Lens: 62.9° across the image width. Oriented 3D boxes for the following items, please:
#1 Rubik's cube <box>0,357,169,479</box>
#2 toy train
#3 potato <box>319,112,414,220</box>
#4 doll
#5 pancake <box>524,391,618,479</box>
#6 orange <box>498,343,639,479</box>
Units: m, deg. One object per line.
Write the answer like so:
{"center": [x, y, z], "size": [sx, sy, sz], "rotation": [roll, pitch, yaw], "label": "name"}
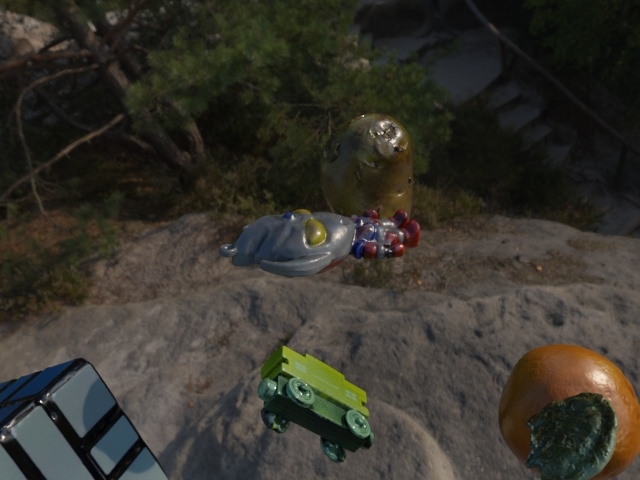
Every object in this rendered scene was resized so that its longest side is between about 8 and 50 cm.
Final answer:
{"center": [-0.457, 0.389, 0.795], "size": [0.289, 0.293, 0.283], "rotation": [-19, 18, 24], "label": "Rubik's cube"}
{"center": [-0.015, 0.530, 1.729], "size": [0.179, 0.442, 0.272], "rotation": [-49, 20, 21], "label": "toy train"}
{"center": [0.067, -0.088, 0.725], "size": [0.137, 0.175, 0.137], "rotation": [2, 21, -1], "label": "potato"}
{"center": [0.000, 0.000, 0.505], "size": [0.195, 0.062, 0.104], "rotation": [-7, 48, -16], "label": "doll"}
{"center": [0.283, 0.220, 0.593], "size": [0.116, 0.022, 0.129], "rotation": [-39, 7, 31], "label": "pancake"}
{"center": [0.467, 0.327, 1.002], "size": [0.261, 0.261, 0.261], "rotation": [-11, 45, 11], "label": "orange"}
